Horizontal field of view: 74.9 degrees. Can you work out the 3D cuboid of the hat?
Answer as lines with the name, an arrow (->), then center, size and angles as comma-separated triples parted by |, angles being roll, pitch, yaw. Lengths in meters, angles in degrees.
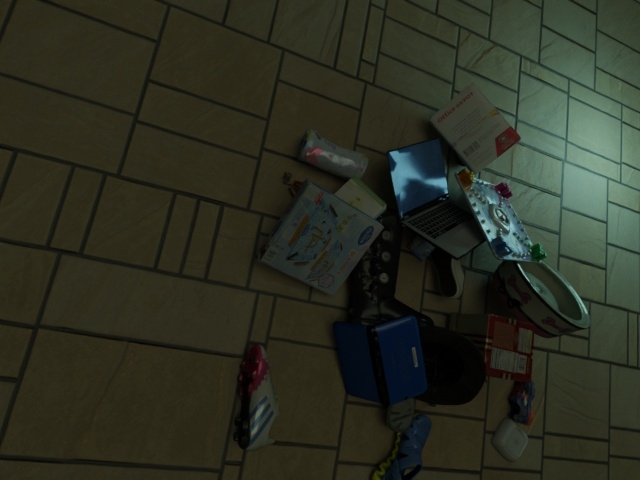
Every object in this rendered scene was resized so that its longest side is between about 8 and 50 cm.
hat -> 0.415, 0.426, 1.493 | 0.331, 0.332, 0.134 | 64, 24, -1

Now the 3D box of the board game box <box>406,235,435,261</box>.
board game box -> 0.414, 0.024, 1.711 | 0.090, 0.020, 0.090 | 44, 90, -8

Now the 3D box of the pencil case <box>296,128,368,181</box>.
pencil case -> 0.044, -0.317, 1.593 | 0.273, 0.113, 0.124 | 22, 88, -17

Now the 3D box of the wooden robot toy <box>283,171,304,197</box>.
wooden robot toy -> -0.066, -0.190, 1.558 | 0.079, 0.076, 0.173 | -32, 94, -33

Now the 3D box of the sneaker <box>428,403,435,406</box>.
sneaker -> 0.466, 0.582, 1.644 | 0.166, 0.065, 0.076 | -39, 112, -18

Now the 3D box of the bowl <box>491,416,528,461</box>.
bowl -> 0.791, 0.824, 1.723 | 0.142, 0.053, 0.142 | 47, 67, -9

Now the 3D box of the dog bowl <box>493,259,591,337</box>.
dog bowl -> 0.889, 0.220, 1.717 | 0.408, 0.150, 0.407 | 26, 37, -21

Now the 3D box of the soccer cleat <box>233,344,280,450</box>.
soccer cleat -> -0.196, 0.513, 1.381 | 0.143, 0.116, 0.330 | 13, 79, -35

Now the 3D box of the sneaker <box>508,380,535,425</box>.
sneaker -> 0.841, 0.657, 1.756 | 0.087, 0.083, 0.221 | 9, 72, -6

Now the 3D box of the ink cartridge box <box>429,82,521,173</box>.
ink cartridge box -> 0.643, -0.462, 1.758 | 0.226, 0.131, 0.306 | -39, 84, 16

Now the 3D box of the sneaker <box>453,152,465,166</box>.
sneaker -> 0.651, -0.444, 1.852 | 0.083, 0.098, 0.223 | 9, 78, -19

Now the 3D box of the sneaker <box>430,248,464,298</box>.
sneaker -> 0.530, 0.102, 1.735 | 0.123, 0.106, 0.289 | 20, 63, -51

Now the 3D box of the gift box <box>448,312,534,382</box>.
gift box -> 0.656, 0.424, 1.625 | 0.277, 0.258, 0.254 | 20, 75, -17

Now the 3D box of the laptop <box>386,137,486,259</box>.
laptop -> 0.486, -0.179, 1.609 | 0.382, 0.236, 0.408 | -24, 50, -41

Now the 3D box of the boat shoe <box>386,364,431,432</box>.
boat shoe -> 0.325, 0.556, 1.575 | 0.118, 0.103, 0.320 | 23, 68, 1

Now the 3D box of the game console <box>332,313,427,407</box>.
game console -> 0.207, 0.404, 1.462 | 0.251, 0.173, 0.292 | -14, 101, -15

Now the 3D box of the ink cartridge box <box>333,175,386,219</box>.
ink cartridge box -> 0.102, -0.101, 1.543 | 0.235, 0.056, 0.171 | -43, 73, -3

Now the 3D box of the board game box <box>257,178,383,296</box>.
board game box -> 0.000, 0.000, 1.443 | 0.318, 0.066, 0.318 | 29, 105, -24

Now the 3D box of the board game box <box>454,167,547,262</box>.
board game box -> 0.737, -0.097, 1.691 | 0.390, 0.050, 0.389 | 6, 57, -41

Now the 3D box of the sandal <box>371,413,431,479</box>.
sandal -> 0.322, 0.780, 1.501 | 0.126, 0.138, 0.317 | 41, 70, -20

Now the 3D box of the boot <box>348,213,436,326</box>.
boot -> 0.281, 0.128, 1.607 | 0.368, 0.146, 0.444 | 9, 74, -21
